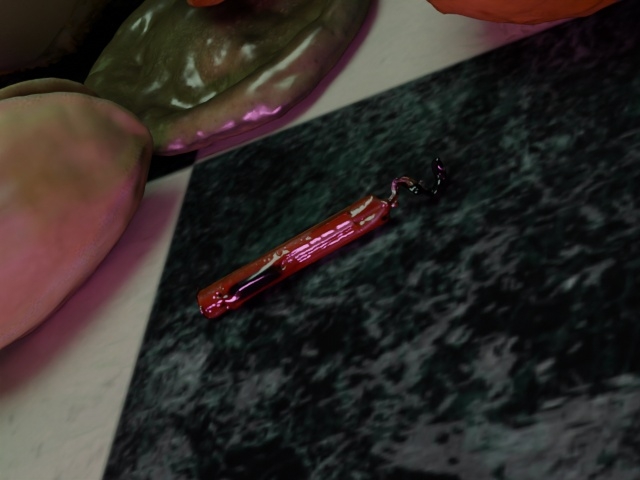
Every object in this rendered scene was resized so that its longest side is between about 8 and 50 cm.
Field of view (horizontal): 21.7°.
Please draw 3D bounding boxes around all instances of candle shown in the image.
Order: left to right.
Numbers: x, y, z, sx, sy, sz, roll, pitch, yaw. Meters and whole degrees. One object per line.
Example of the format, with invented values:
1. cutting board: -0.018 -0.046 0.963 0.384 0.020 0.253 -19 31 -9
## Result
1. candle: 0.000 0.001 0.937 0.167 0.021 0.026 -29 16 20

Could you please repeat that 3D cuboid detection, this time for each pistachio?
1. pistachio: -0.214 -0.016 1.055 0.229 0.157 0.157 -36 32 -14

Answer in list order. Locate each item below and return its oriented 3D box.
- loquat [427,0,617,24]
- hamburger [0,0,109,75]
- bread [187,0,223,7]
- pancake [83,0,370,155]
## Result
1. loquat: 0.109 -0.219 0.908 0.208 0.208 0.208 -26 37 22
2. hamburger: -0.247 -0.270 1.289 0.294 0.179 0.276 -56 50 41
3. bread: -0.002 -0.316 1.109 0.344 0.195 0.149 -32 38 -5
4. pancake: -0.066 -0.142 1.141 0.222 0.042 0.236 -47 36 -15
